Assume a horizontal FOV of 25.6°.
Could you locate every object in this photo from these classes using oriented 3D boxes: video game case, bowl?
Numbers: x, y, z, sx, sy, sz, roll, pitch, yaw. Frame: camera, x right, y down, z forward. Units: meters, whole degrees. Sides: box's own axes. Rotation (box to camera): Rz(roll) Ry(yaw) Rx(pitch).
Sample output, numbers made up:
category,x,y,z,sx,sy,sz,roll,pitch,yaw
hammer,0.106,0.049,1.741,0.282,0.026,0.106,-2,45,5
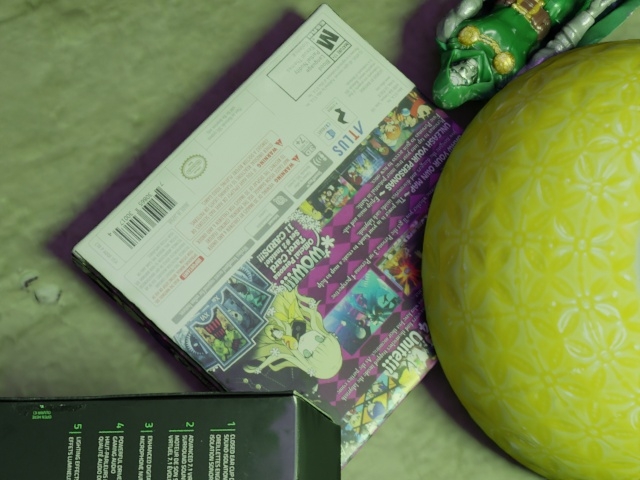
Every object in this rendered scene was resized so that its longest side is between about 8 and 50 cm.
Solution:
category,x,y,z,sx,sy,sz,roll,pitch,yaw
video game case,0.000,0.000,0.880,0.210,0.042,0.232,42,74,2
bowl,0.219,0.014,0.822,0.290,0.156,0.289,1,88,-16

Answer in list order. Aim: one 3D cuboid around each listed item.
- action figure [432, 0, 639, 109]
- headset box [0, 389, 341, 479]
category,x,y,z,sx,sy,sz,roll,pitch,yaw
action figure,0.148,-0.161,0.923,0.137,0.063,0.232,37,65,13
headset box,-0.118,0.206,0.721,0.283,0.131,0.246,-3,75,9
